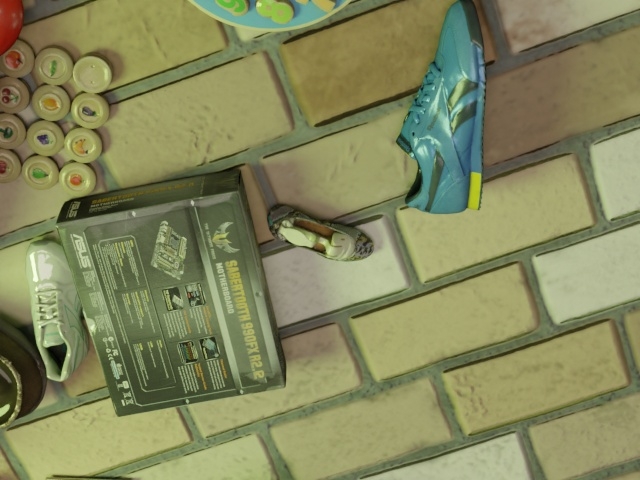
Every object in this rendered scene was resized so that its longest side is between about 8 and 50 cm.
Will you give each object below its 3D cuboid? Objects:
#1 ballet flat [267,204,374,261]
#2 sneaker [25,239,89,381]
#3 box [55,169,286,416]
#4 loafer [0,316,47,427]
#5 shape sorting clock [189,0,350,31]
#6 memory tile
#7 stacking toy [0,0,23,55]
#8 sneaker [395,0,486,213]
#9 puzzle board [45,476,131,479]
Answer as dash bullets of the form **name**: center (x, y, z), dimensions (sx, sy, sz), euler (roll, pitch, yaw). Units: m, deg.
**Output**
- **ballet flat**: center (0.000, 0.000, 1.135), dimensions (0.114, 0.041, 0.041), euler (20, 113, -11)
- **sneaker**: center (-0.266, 0.073, 1.152), dimensions (0.053, 0.061, 0.152), euler (-6, 114, 3)
- **box**: center (-0.145, 0.056, 1.149), dimensions (0.183, 0.056, 0.231), euler (-11, 115, 3)
- **loafer**: center (-0.460, 0.124, 1.132), dimensions (0.365, 0.130, 0.134), euler (14, 114, -8)
- **shape sorting clock**: center (-0.047, -0.272, 0.986), dimensions (0.206, 0.040, 0.206), euler (3, 128, 4)
- **memory tile**: center (-0.261, -0.115, 1.089), dimensions (0.113, 0.012, 0.148), euler (11, 114, -7)
- **stacking toy**: center (-0.362, -0.098, 1.038), dimensions (0.141, 0.141, 0.330), euler (28, 106, -14)
- **sneaker**: center (0.112, -0.121, 1.065), dimensions (0.082, 0.069, 0.209), euler (0, 116, 2)
- **puzzle board**: center (-0.263, 0.323, 1.298), dimensions (0.096, 0.011, 0.128), euler (3, 115, -2)
